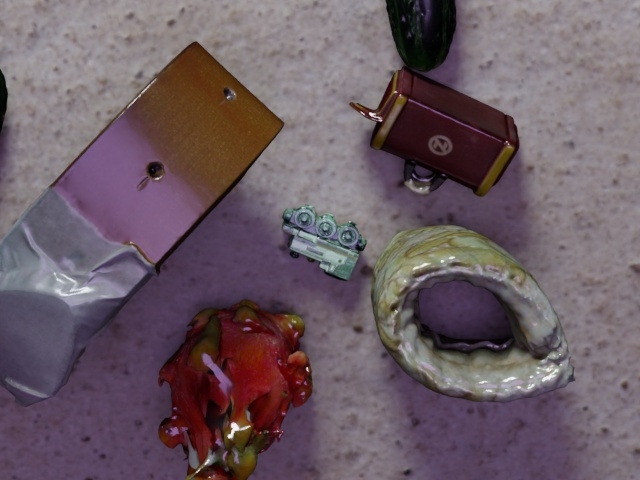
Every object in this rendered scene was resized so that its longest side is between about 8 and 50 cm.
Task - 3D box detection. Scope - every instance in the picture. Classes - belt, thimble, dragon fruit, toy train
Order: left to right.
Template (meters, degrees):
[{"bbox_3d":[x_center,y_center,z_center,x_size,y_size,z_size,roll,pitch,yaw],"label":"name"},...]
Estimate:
[{"bbox_3d":[-0.181,-0.011,1.231,0.122,0.217,0.339,43,97,-7],"label":"belt"},{"bbox_3d":[-0.085,0.151,1.305,0.133,0.208,0.150,11,142,10],"label":"dragon fruit"},{"bbox_3d":[0.000,0.000,1.332,0.083,0.033,0.053,21,101,-4],"label":"toy train"},{"bbox_3d":[0.138,0.068,1.290,0.190,0.143,0.137,24,97,-5],"label":"thimble"}]

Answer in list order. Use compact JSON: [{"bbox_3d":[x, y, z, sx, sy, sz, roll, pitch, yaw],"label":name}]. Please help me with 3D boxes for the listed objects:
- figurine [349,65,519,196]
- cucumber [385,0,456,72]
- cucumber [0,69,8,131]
[{"bbox_3d":[0.096,-0.093,1.306,0.154,0.082,0.098,22,117,-5],"label":"figurine"},{"bbox_3d":[0.084,-0.270,1.273,0.074,0.074,0.241,-6,100,-1],"label":"cucumber"},{"bbox_3d":[-0.367,-0.029,1.297,0.081,0.072,0.303,35,96,-6],"label":"cucumber"}]
